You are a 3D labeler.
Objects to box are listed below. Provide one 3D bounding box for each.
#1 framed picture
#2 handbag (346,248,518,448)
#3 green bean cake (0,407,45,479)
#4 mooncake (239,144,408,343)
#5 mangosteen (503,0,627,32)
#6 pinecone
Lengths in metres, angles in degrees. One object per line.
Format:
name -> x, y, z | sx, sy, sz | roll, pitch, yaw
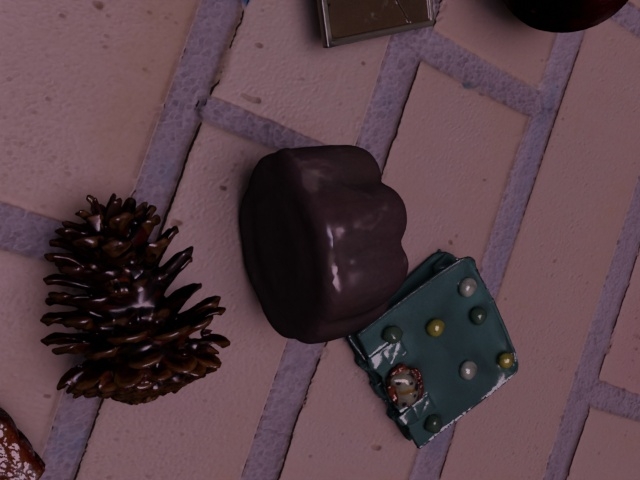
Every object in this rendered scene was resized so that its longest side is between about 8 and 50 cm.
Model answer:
framed picture -> 0.074, -0.456, 1.262 | 0.213, 0.016, 0.289 | -19, 110, -27
handbag -> 0.210, 0.191, 1.455 | 0.274, 0.100, 0.269 | -35, 113, -21
green bean cake -> -0.478, 0.345, 1.091 | 0.232, 0.097, 0.199 | -38, 112, -20
mooncake -> 0.000, 0.000, 1.196 | 0.154, 0.306, 0.306 | -14, 104, -29
mangosteen -> 0.414, -0.493, 1.357 | 0.297, 0.293, 0.297 | 2, 90, -67
pinecone -> -0.253, 0.076, 1.104 | 0.246, 0.246, 0.292 | -19, 98, -26
